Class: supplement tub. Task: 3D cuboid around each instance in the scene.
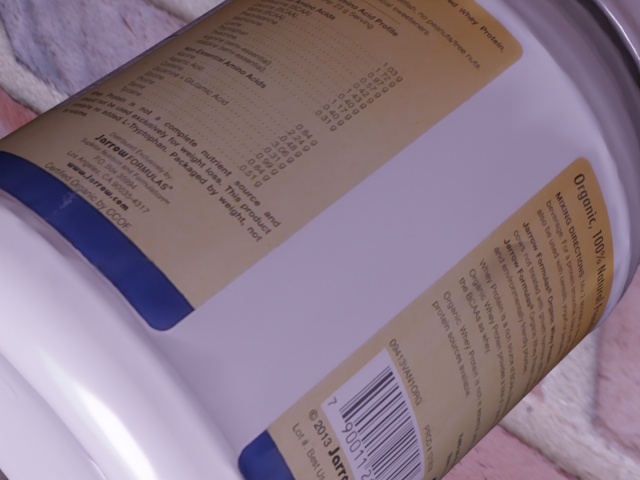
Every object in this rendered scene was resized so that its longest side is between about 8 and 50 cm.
[{"bbox_3d":[0.000,0.000,0.516,0.228,0.316,0.228,37,150,27],"label":"supplement tub"}]
